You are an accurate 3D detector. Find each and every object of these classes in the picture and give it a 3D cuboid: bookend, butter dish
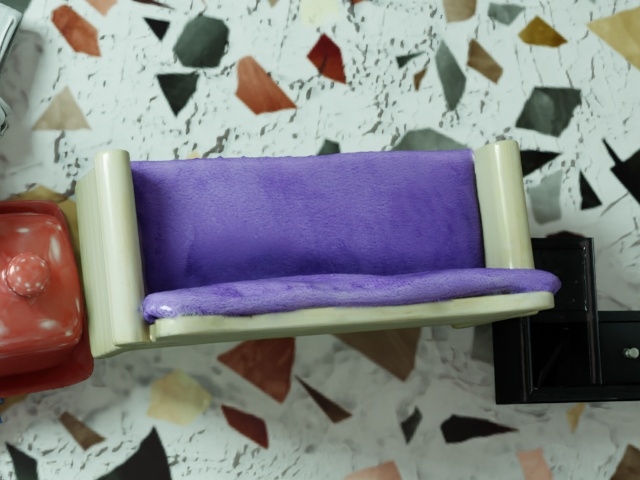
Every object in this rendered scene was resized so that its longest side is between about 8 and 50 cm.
[{"bbox_3d":[0.234,0.064,1.294,0.157,0.072,0.156,1,82,-13],"label":"bookend"},{"bbox_3d":[-0.245,0.037,1.151,0.160,0.118,0.160,-6,80,-32],"label":"butter dish"}]

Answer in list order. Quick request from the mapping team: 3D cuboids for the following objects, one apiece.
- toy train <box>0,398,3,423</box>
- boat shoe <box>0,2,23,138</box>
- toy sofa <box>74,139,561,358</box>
[{"bbox_3d":[-0.289,0.088,1.198,0.036,0.027,0.158,-16,85,-25],"label":"toy train"},{"bbox_3d":[-0.285,-0.111,1.213,0.063,0.066,0.184,13,70,-10],"label":"boat shoe"},{"bbox_3d":[0.000,0.000,1.167,0.363,0.177,0.150,-3,81,-24],"label":"toy sofa"}]
